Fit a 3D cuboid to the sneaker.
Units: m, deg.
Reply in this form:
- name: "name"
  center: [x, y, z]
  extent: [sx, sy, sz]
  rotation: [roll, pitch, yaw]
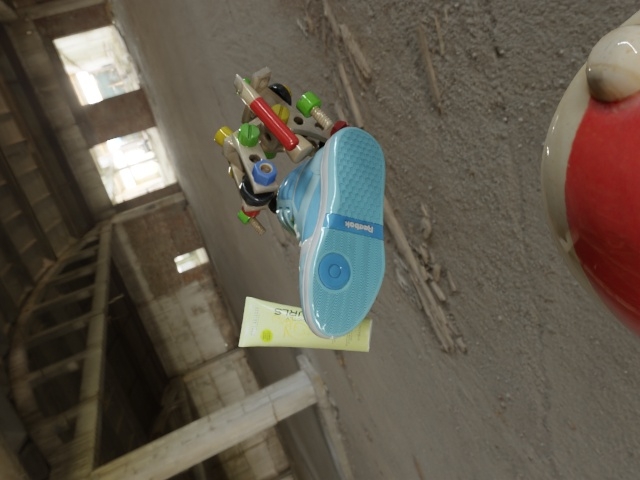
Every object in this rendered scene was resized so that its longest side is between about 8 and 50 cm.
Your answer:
- name: "sneaker"
  center: [0.000, 0.000, 0.806]
  extent: [0.208, 0.127, 0.319]
  rotation: [-20, 54, 57]

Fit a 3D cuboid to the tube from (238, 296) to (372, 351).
- name: "tube"
  center: [-0.028, 0.160, 0.922]
  extent: [0.070, 0.239, 0.062]
  rotation: [-71, -17, -56]

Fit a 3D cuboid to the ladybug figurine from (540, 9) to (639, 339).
- name: "ladybug figurine"
  center: [0.349, 0.001, 0.323]
  extent: [0.305, 0.448, 0.162]
  rotation: [-58, 16, 34]

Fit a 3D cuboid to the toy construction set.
- name: "toy construction set"
  center: [-0.102, -0.202, 0.890]
  extent: [0.237, 0.257, 0.309]
  rotation: [49, 171, 9]
